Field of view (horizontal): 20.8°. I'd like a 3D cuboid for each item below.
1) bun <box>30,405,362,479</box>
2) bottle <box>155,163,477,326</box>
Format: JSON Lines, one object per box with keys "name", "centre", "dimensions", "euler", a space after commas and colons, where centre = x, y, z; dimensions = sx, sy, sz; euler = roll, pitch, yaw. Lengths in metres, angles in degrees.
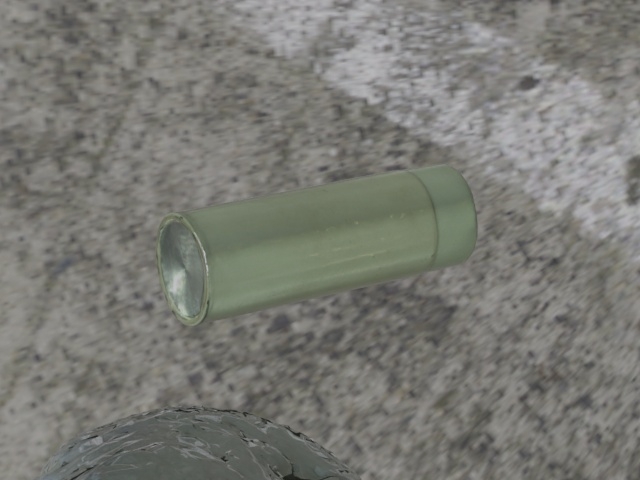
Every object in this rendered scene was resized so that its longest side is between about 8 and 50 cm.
{"name": "bun", "centre": [-0.064, 0.231, 0.578], "dimensions": [0.194, 0.354, 0.354], "euler": [22, 106, -7]}
{"name": "bottle", "centre": [0.000, 0.000, 1.100], "dimensions": [0.072, 0.201, 0.072], "euler": [28, 124, 53]}
